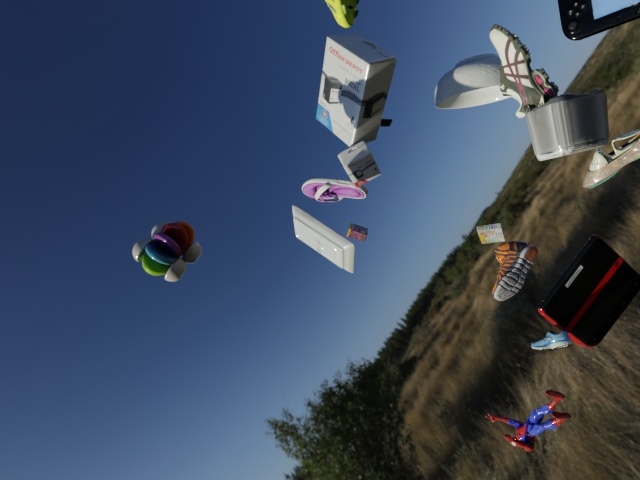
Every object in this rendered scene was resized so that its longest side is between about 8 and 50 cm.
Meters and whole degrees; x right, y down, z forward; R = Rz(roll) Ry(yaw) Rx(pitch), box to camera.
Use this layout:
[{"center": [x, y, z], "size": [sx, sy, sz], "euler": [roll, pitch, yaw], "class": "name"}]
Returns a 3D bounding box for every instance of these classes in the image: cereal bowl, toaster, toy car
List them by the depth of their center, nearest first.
[{"center": [0.631, -0.294, 1.033], "size": [0.227, 0.146, 0.129], "euler": [-14, 3, -21], "class": "toaster"}, {"center": [-0.440, 0.017, 1.171], "size": [0.182, 0.159, 0.136], "euler": [-56, 2, -39], "class": "toy car"}, {"center": [0.610, -0.619, 1.550], "size": [0.339, 0.339, 0.141], "euler": [-16, -79, -61], "class": "cereal bowl"}]

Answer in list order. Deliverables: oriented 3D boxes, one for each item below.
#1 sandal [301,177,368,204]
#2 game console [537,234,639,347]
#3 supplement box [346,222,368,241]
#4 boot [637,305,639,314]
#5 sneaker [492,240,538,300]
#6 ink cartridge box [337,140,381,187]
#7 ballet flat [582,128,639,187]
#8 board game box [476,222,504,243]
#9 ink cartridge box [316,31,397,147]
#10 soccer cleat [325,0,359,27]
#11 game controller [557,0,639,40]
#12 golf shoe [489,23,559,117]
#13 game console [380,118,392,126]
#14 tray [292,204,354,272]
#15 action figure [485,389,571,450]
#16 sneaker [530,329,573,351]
[{"center": [0.048, -0.242, 2.057], "size": [0.169, 0.416, 0.102], "euler": [39, -116, -39], "class": "sandal"}, {"center": [1.106, 0.218, 1.646], "size": [0.386, 0.342, 0.060], "euler": [-54, 13, 1], "class": "game console"}, {"center": [0.161, -0.036, 1.761], "size": [0.055, 0.083, 0.043], "euler": [-76, 6, -56], "class": "supplement box"}, {"center": [1.101, 0.310, 1.241], "size": [0.263, 0.091, 0.229], "euler": [61, -155, -76], "class": "boot"}, {"center": [0.937, 0.144, 2.027], "size": [0.321, 0.124, 0.180], "euler": [-56, 24, 2], "class": "sneaker"}, {"center": [0.143, -0.273, 1.452], "size": [0.109, 0.063, 0.150], "euler": [-27, -30, 12], "class": "ink cartridge box"}, {"center": [1.073, -0.313, 1.459], "size": [0.107, 0.106, 0.316], "euler": [-53, 4, -39], "class": "ballet flat"}, {"center": [0.798, -0.031, 1.881], "size": [0.154, 0.103, 0.026], "euler": [39, -131, -52], "class": "board game box"}, {"center": [0.113, -0.521, 1.399], "size": [0.129, 0.223, 0.307], "euler": [-24, -34, -28], "class": "ink cartridge box"}, {"center": [0.018, -0.721, 1.109], "size": [0.121, 0.289, 0.093], "euler": [-14, 10, 39], "class": "soccer cleat"}, {"center": [0.748, -0.614, 0.956], "size": [0.319, 0.166, 0.067], "euler": [-7, 18, 45], "class": "game controller"}, {"center": [0.536, -0.475, 1.119], "size": [0.120, 0.273, 0.105], "euler": [-37, -11, 35], "class": "golf shoe"}, {"center": [0.188, -0.592, 2.006], "size": [0.361, 0.213, 0.044], "euler": [-19, -65, -49], "class": "game console"}, {"center": [0.000, 0.000, 1.310], "size": [0.030, 0.270, 0.145], "euler": [-39, -34, -27], "class": "tray"}, {"center": [0.571, 0.519, 1.145], "size": [0.091, 0.139, 0.280], "euler": [-76, -9, -46], "class": "action figure"}, {"center": [0.916, 0.397, 1.601], "size": [0.063, 0.073, 0.162], "euler": [17, -32, -29], "class": "sneaker"}]
